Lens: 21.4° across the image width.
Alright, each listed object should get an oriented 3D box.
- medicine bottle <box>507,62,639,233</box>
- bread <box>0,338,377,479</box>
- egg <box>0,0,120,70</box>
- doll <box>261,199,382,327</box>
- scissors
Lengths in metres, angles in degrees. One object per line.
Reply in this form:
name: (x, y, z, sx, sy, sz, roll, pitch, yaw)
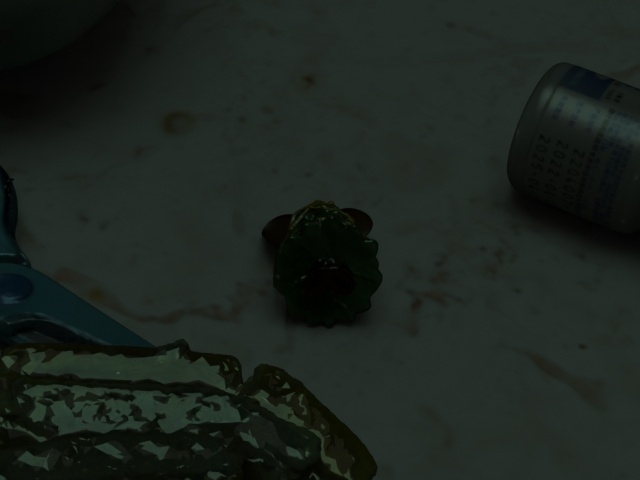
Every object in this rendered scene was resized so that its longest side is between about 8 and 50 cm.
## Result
medicine bottle: (0.229, -0.056, 1.223, 0.168, 0.105, 0.105, 24, 44, 17)
bread: (-0.093, 0.142, 0.928, 0.257, 0.124, 0.186, -2, 52, -8)
egg: (-0.261, -0.287, 1.234, 0.355, 0.354, 0.339, -5, 60, -15)
doll: (0.000, -0.007, 1.151, 0.078, 0.076, 0.113, -6, 42, -3)
scissors: (-0.203, 0.033, 1.106, 0.393, 0.032, 0.180, 29, 45, 23)
